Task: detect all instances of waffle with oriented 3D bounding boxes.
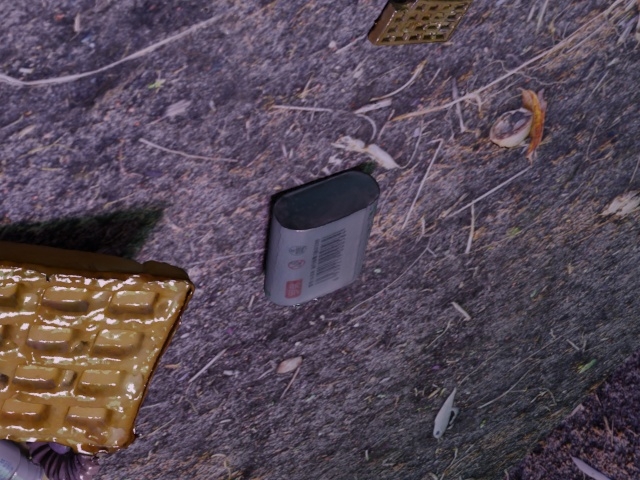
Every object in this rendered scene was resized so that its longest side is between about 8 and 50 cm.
[{"bbox_3d":[0.134,-0.295,1.864,0.135,0.021,0.092,-8,148,-37],"label":"waffle"},{"bbox_3d":[-0.360,0.154,1.953,0.304,0.077,0.348,8,127,-26],"label":"waffle"}]

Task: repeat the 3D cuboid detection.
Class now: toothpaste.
[{"bbox_3d":[-0.554,0.308,2.151,0.114,0.073,0.299,-38,131,17],"label":"toothpaste"}]

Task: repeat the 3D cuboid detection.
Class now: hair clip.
[{"bbox_3d":[-0.356,0.235,2.155,0.069,0.173,0.300,23,102,-52],"label":"hair clip"}]

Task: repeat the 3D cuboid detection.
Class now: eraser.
[{"bbox_3d":[0.000,0.000,2.179,0.174,0.081,0.227,-23,152,-20],"label":"eraser"}]

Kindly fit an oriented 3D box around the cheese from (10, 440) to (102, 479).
[{"bbox_3d":[-0.468,0.324,2.296,0.163,0.071,0.249,-39,142,9],"label":"cheese"}]
